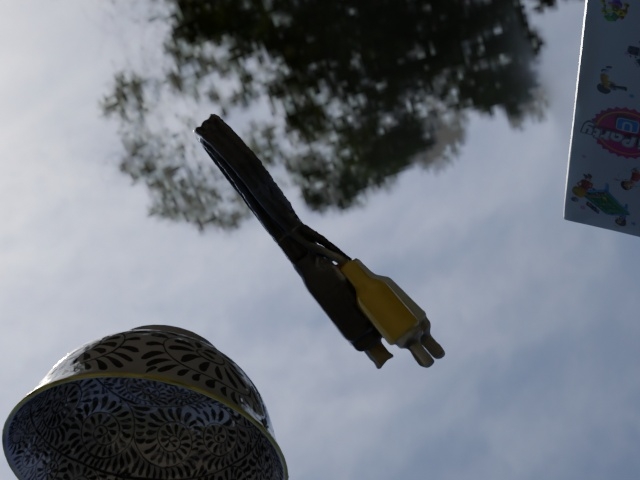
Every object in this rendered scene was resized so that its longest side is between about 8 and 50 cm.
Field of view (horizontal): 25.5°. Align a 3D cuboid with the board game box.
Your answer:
[{"bbox_3d":[0.284,-0.183,1.210,0.097,0.303,0.224,13,-125,14],"label":"board game box"}]

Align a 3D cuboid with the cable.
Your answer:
[{"bbox_3d":[0.000,0.000,1.238,0.072,0.287,0.139,-36,-177,-2],"label":"cable"}]

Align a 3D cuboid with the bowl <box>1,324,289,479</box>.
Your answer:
[{"bbox_3d":[-0.099,0.103,0.852,0.170,0.170,0.080,-7,-134,14],"label":"bowl"}]
